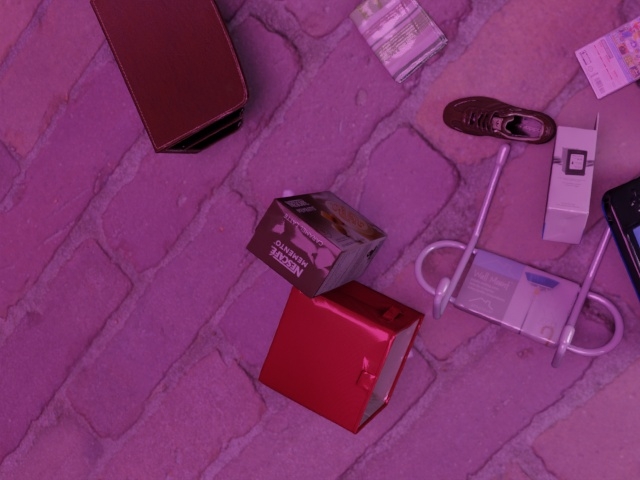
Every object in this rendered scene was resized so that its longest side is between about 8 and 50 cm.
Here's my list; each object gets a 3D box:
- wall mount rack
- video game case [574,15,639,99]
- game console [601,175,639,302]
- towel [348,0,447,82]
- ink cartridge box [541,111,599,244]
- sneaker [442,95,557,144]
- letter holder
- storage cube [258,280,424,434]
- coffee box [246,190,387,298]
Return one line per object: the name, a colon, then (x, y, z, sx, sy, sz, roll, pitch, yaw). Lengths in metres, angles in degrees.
wall mount rack: (0.334, 0.025, 1.347, 0.350, 0.130, 0.304, 21, 66, 17)
video game case: (0.471, -0.286, 1.314, 0.122, 0.011, 0.087, -27, 85, 22)
game console: (0.582, 0.018, 1.224, 0.173, 0.250, 0.293, -25, 86, 48)
towel: (0.129, -0.360, 1.433, 0.113, 0.023, 0.152, -38, 82, 20)
ink cartridge box: (0.378, -0.098, 1.278, 0.060, 0.104, 0.180, 8, 65, 14)
sneaker: (0.285, -0.197, 1.363, 0.188, 0.071, 0.066, 11, 100, 19)
letter holder: (-0.234, -0.336, 1.511, 0.214, 0.152, 0.302, -26, 86, 20)
storage cube: (0.037, 0.184, 1.441, 0.193, 0.183, 0.215, 26, 104, 17)
coffee box: (0.000, 0.000, 1.401, 0.141, 0.246, 0.098, 37, 107, 14)
